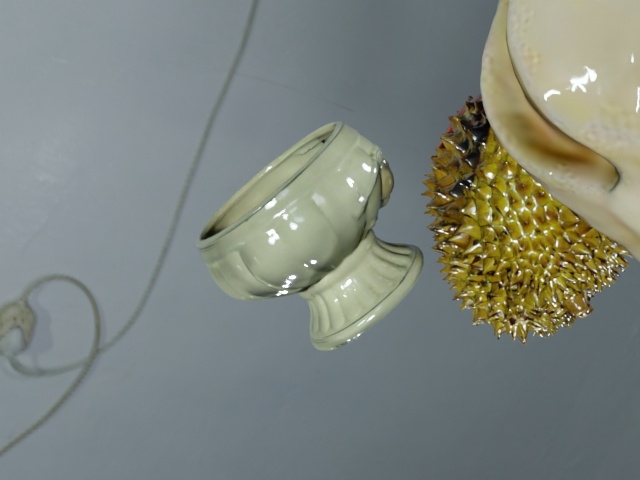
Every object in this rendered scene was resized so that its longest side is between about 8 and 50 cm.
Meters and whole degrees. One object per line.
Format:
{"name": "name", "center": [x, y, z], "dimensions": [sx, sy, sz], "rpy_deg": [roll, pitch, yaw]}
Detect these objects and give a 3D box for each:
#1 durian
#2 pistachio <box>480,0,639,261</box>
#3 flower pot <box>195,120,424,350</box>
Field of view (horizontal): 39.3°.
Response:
{"name": "durian", "center": [0.302, -0.057, 1.280], "dimensions": [0.348, 0.384, 0.347], "rpy_deg": [-10, 144, -8]}
{"name": "pistachio", "center": [0.304, -0.156, 0.691], "dimensions": [0.365, 0.445, 0.281], "rpy_deg": [-12, 151, -8]}
{"name": "flower pot", "center": [0.000, 0.000, 1.302], "dimensions": [0.307, 0.307, 0.244], "rpy_deg": [-41, 104, -4]}
